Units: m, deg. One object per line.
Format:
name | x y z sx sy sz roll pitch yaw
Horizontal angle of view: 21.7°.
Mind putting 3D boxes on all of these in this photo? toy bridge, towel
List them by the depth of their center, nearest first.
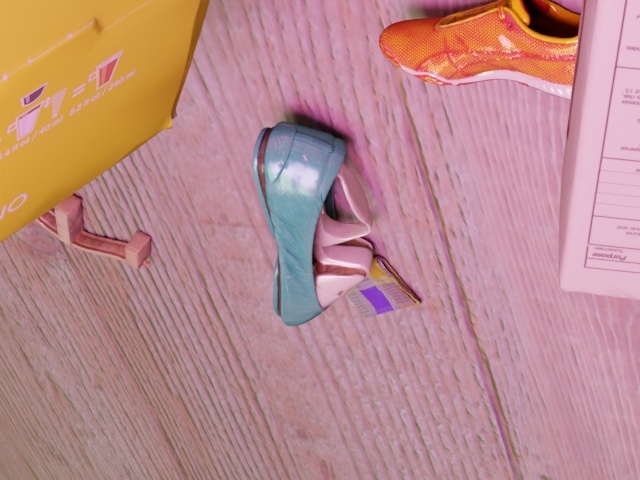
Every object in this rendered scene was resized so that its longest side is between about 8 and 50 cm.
towel | 0.045 0.041 1.444 0.060 0.009 0.083 47 148 -19
toy bridge | -0.245 -0.020 1.637 0.188 0.026 0.063 29 151 12

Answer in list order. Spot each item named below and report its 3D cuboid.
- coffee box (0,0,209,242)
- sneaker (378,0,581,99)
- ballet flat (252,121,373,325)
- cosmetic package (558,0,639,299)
coffee box | -0.279 -0.188 0.964 0.334 0.337 0.338 43 145 12
sneaker | 0.118 -0.137 1.095 0.175 0.064 0.067 6 124 30
ballet flat | 0.000 0.000 1.370 0.087 0.083 0.247 11 145 13
cosmetic package | 0.218 -0.100 0.926 0.153 0.129 0.296 5 142 4
